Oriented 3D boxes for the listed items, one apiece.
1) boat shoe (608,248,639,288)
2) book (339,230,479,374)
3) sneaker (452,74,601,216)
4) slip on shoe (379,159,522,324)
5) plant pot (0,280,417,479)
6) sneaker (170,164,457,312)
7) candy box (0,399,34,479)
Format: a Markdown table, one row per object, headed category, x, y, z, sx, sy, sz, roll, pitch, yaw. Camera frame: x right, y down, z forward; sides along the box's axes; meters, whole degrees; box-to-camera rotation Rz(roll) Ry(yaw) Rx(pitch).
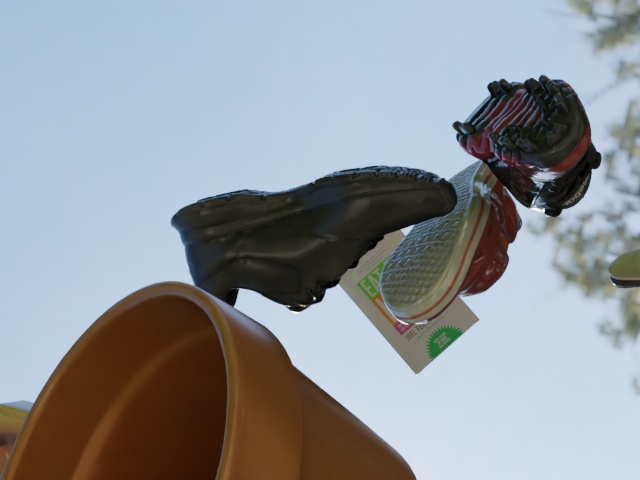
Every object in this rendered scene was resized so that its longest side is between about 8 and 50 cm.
| category | x | y | z | sx | sy | sz | roll | pitch | yaw |
| --- | --- | --- | --- | --- | --- | --- | --- | --- | --- |
| boat shoe | 0.367 | 0.032 | 1.982 | 0.137 | 0.049 | 0.043 | -13 | -47 | -19 |
| book | 0.097 | 0.067 | 2.117 | 0.096 | 0.144 | 0.035 | -41 | -8 | -1 |
| sneaker | 0.220 | -0.087 | 1.799 | 0.135 | 0.276 | 0.097 | 43 | -93 | -10 |
| slip on shoe | 0.145 | 0.012 | 1.899 | 0.101 | 0.123 | 0.331 | 53 | -158 | -7 |
| plant pot | -0.068 | 0.198 | 1.253 | 0.203 | 0.291 | 0.291 | 27 | -99 | -32 |
| sneaker | 0.000 | 0.000 | 1.809 | 0.109 | 0.286 | 0.130 | -12 | -90 | -69 |
| candy box | -0.197 | 0.211 | 1.605 | 0.053 | 0.186 | 0.109 | 4 | -82 | -71 |
